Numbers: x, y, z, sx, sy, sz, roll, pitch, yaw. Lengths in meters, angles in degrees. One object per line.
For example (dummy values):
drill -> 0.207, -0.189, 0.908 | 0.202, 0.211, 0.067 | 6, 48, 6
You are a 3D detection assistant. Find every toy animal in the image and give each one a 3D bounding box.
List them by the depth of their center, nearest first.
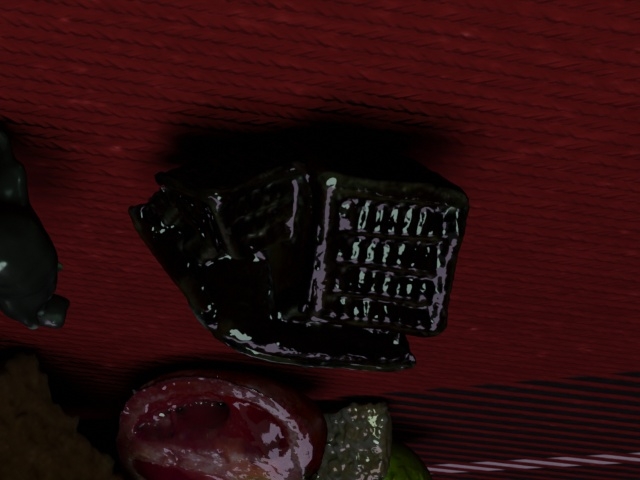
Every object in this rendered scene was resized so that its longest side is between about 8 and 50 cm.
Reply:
toy animal -> -0.238, -0.004, 0.859 | 0.245, 0.114, 0.146 | 13, 159, -26

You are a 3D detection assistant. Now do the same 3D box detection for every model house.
model house -> -0.007, -0.001, 0.840 | 0.165, 0.106, 0.152 | 5, 163, -17

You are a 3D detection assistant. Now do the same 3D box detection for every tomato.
tomato -> -0.077, 0.163, 1.355 | 0.173, 0.099, 0.189 | 18, 125, 9

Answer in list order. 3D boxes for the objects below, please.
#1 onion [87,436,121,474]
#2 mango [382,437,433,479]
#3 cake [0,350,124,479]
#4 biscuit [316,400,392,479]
onion -> -0.200, 0.300, 1.597 | 0.207, 0.216, 0.206 | -14, 161, 22
mango -> 0.020, 0.224, 1.505 | 0.178, 0.100, 0.119 | 3, 121, 20
cake -> -0.317, 0.266, 1.328 | 0.290, 0.282, 0.255 | -14, 114, 45
biscuit -> -0.030, 0.217, 1.452 | 0.250, 0.133, 0.032 | -12, -175, 35
